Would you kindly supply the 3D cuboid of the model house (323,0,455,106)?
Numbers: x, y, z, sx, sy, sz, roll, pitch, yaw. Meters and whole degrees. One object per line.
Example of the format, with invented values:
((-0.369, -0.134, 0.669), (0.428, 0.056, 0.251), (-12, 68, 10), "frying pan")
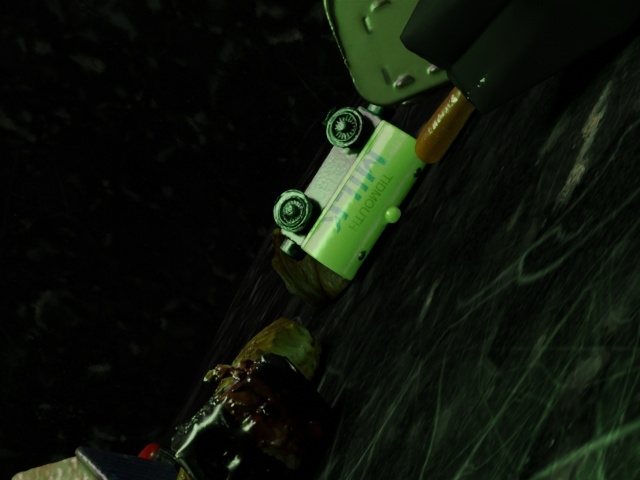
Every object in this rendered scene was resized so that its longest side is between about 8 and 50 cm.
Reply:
((0.158, -0.303, 1.843), (0.218, 0.204, 0.279), (-20, -2, 18), "model house")

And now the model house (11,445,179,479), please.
((-0.321, 0.480, 2.009), (0.280, 0.245, 0.312), (-23, 57, 36), "model house")

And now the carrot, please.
((0.189, -0.188, 1.637), (0.248, 0.043, 0.043), (-54, 7, 32), "carrot")

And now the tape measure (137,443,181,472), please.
((-0.342, 0.512, 2.492), (0.260, 0.114, 0.253), (-56, 5, 2), "tape measure")

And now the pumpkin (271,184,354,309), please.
((0.000, 0.000, 1.922), (0.254, 0.130, 0.149), (-57, 6, 22), "pumpkin")

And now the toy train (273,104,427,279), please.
((0.050, -0.067, 1.803), (0.253, 0.157, 0.105), (-57, -33, 3), "toy train")

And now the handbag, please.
((0.235, -0.274, 1.145), (0.288, 0.152, 0.342), (-50, 4, -22), "handbag")

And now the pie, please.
((-0.102, 0.235, 1.749), (0.288, 0.103, 0.354), (-59, 1, 18), "pie")

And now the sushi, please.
((-0.071, 0.201, 1.427), (0.150, 0.153, 0.172), (-43, -18, -2), "sushi")
